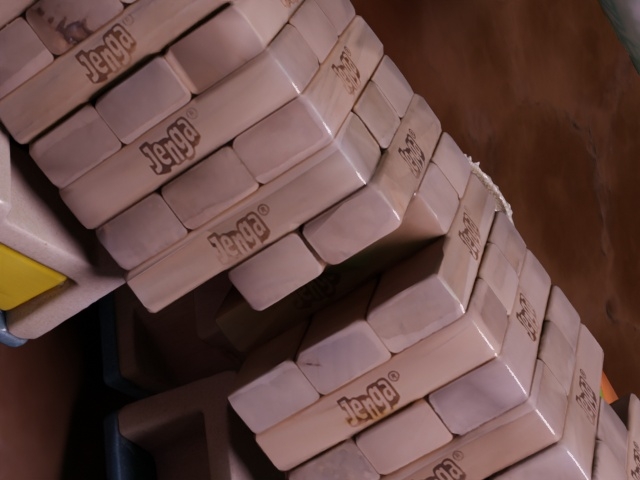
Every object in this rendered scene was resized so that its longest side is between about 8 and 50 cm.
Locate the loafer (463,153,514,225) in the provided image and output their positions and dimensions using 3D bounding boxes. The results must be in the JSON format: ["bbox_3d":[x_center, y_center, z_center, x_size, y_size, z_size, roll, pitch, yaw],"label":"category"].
[{"bbox_3d":[0.014,-0.016,0.705,0.268,0.092,0.102,19,70,-50],"label":"loafer"}]

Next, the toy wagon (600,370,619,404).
[{"bbox_3d":[0.103,0.190,0.746,0.344,0.068,0.267,-52,127,-68],"label":"toy wagon"}]

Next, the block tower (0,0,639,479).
[{"bbox_3d":[0.000,0.000,0.561,0.335,0.091,0.097,53,23,-12],"label":"block tower"}]

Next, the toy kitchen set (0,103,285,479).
[{"bbox_3d":[-0.095,0.090,0.560,0.166,0.122,0.207,32,41,-46],"label":"toy kitchen set"}]

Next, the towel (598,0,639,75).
[{"bbox_3d":[0.087,-0.274,0.735,0.320,0.090,0.374,47,24,-41],"label":"towel"}]
